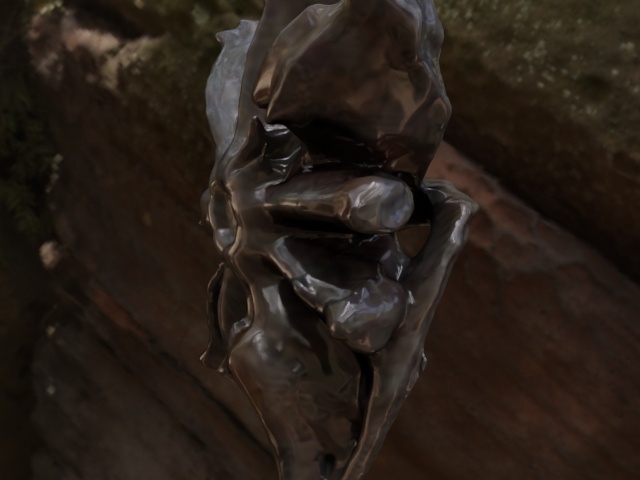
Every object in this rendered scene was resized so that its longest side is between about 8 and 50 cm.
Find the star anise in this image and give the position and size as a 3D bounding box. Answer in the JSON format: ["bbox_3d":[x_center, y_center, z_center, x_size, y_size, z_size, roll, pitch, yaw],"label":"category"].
[{"bbox_3d":[0.000,0.000,0.594,0.139,0.316,0.359,6,-41,-18],"label":"star anise"}]
